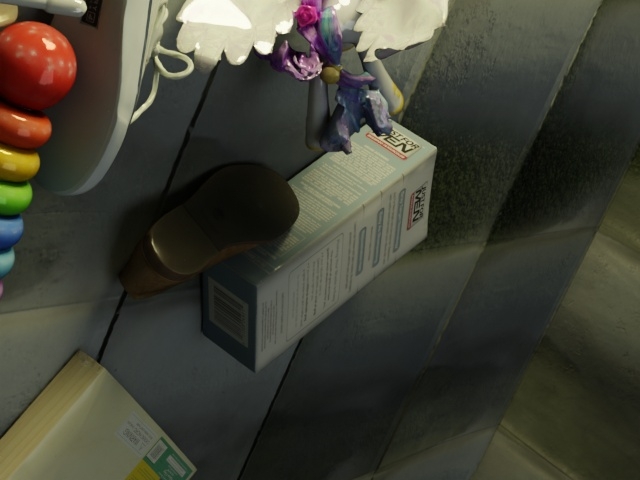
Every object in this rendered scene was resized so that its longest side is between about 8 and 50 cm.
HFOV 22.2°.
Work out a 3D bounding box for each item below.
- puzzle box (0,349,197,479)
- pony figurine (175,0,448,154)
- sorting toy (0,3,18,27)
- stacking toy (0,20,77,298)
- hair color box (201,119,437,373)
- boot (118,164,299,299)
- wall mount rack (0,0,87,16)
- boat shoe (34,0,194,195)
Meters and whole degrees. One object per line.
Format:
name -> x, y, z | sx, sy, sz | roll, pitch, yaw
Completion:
puzzle box -> -0.327, 0.337, 2.201 | 0.272, 0.052, 0.409 | -50, 153, -13
pony figurine -> 0.017, -0.275, 1.909 | 0.363, 0.303, 0.351 | 79, 18, -50
sorting toy -> -0.342, -0.273, 1.513 | 0.193, 0.038, 0.208 | -27, 141, -44
stacking toy -> -0.339, -0.065, 1.642 | 0.141, 0.141, 0.330 | 3, 116, -60
hair color box -> 0.000, 0.000, 2.302 | 0.374, 0.114, 0.185 | -37, 148, -32
boot -> -0.146, -0.011, 2.101 | 0.115, 0.112, 0.305 | -38, 174, 41
wall mount rack -> -0.329, -0.298, 1.362 | 0.304, 0.130, 0.350 | -18, 125, -54
boat shoe -> -0.206, -0.225, 1.711 | 0.156, 0.136, 0.367 | -16, 123, -56
